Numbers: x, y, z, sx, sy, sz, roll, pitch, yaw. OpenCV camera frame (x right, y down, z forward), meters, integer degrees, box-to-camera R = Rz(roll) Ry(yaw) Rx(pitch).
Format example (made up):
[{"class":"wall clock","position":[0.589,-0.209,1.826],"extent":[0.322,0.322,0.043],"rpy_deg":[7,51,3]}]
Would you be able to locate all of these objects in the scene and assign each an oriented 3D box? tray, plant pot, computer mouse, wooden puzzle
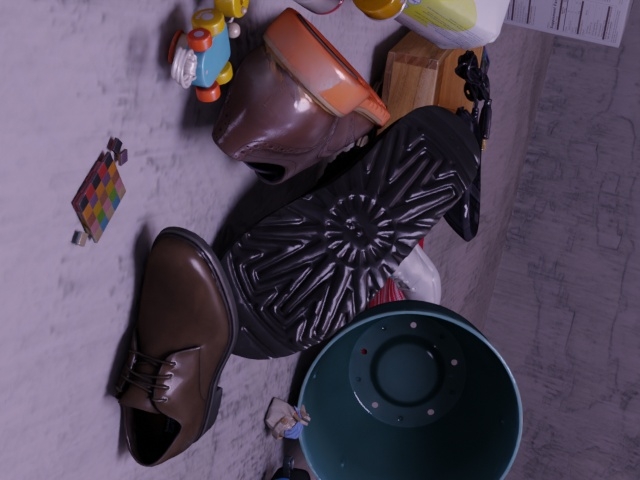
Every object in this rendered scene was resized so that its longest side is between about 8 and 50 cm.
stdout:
[{"class":"tray","position":[0.165,-0.221,1.584],"extent":[0.411,0.076,0.203],"rpy_deg":[-51,151,-60]},{"class":"plant pot","position":[0.124,0.214,1.523],"extent":[0.235,0.293,0.293],"rpy_deg":[-63,166,-79]},{"class":"computer mouse","position":[0.201,-0.127,1.552],"extent":[0.184,0.060,0.262],"rpy_deg":[10,82,-73]},{"class":"wooden puzzle","position":[-0.160,-0.032,0.793],"extent":[0.049,0.006,0.083],"rpy_deg":[81,28,-56]}]

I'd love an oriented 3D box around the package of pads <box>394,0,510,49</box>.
[{"class":"package of pads","position":[0.117,-0.364,1.086],"extent":[0.229,0.101,0.297],"rpy_deg":[23,82,-37]}]

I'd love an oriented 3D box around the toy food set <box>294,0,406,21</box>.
[{"class":"toy food set","position":[0.003,-0.273,0.891],"extent":[0.232,0.111,0.104],"rpy_deg":[68,15,6]}]

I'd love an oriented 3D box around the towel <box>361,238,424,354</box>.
[{"class":"towel","position":[0.124,0.053,1.813],"extent":[0.275,0.031,0.199],"rpy_deg":[-59,157,-43]}]

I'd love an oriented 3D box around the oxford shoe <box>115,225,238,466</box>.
[{"class":"oxford shoe","position":[-0.124,0.097,0.905],"extent":[0.096,0.082,0.227],"rpy_deg":[-44,145,-54]}]

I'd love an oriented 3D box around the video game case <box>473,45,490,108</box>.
[{"class":"video game case","position":[0.275,-0.284,2.036],"extent":[0.201,0.023,0.183],"rpy_deg":[32,74,-73]}]

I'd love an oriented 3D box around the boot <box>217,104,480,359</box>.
[{"class":"boot","position":[0.003,0.003,1.172],"extent":[0.348,0.131,0.260],"rpy_deg":[-37,-175,-17]}]

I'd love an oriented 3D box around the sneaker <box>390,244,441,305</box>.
[{"class":"sneaker","position":[0.118,0.036,1.669],"extent":[0.094,0.080,0.212],"rpy_deg":[-41,122,-38]}]

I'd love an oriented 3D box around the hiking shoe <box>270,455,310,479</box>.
[{"class":"hiking shoe","position":[-0.024,0.410,1.477],"extent":[0.304,0.113,0.132],"rpy_deg":[80,30,-57]}]

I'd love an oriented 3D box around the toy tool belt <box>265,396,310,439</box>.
[{"class":"toy tool belt","position":[-0.037,0.231,1.381],"extent":[0.083,0.051,0.052],"rpy_deg":[65,42,-67]}]

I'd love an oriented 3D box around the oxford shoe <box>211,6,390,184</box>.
[{"class":"oxford shoe","position":[-0.026,-0.127,1.033],"extent":[0.133,0.130,0.363],"rpy_deg":[-43,174,8]}]

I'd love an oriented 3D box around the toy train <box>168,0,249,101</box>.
[{"class":"toy train","position":[-0.092,-0.191,0.818],"extent":[0.125,0.046,0.166],"rpy_deg":[24,78,-73]}]

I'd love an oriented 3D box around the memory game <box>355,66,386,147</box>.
[{"class":"memory game","position":[0.079,-0.150,1.501],"extent":[0.186,0.012,0.186],"rpy_deg":[15,90,-74]}]

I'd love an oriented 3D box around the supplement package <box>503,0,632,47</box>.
[{"class":"supplement package","position":[0.440,-0.506,1.953],"extent":[0.198,0.262,0.199],"rpy_deg":[86,25,-51]}]
